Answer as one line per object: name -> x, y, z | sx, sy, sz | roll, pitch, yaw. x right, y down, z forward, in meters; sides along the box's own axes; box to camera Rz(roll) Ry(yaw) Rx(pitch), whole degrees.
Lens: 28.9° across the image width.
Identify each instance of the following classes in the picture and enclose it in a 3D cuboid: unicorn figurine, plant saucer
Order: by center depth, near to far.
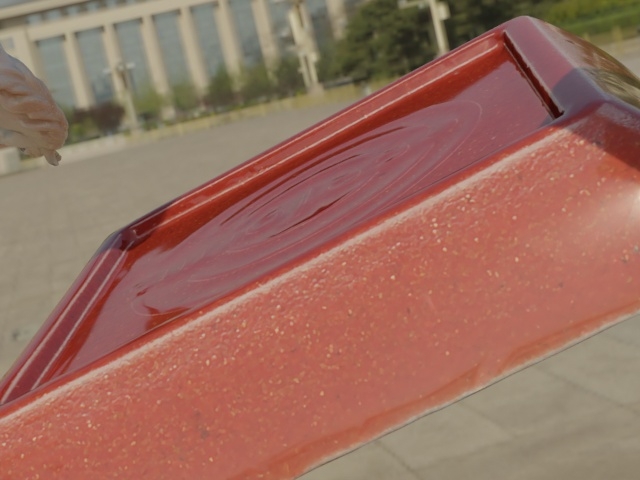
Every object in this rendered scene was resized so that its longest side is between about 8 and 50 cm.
plant saucer -> 0.000, 0.000, 0.433 | 0.258, 0.048, 0.259 | -27, 14, 11
unicorn figurine -> -0.162, -0.085, 0.527 | 0.111, 0.162, 0.060 | -2, 38, -16
